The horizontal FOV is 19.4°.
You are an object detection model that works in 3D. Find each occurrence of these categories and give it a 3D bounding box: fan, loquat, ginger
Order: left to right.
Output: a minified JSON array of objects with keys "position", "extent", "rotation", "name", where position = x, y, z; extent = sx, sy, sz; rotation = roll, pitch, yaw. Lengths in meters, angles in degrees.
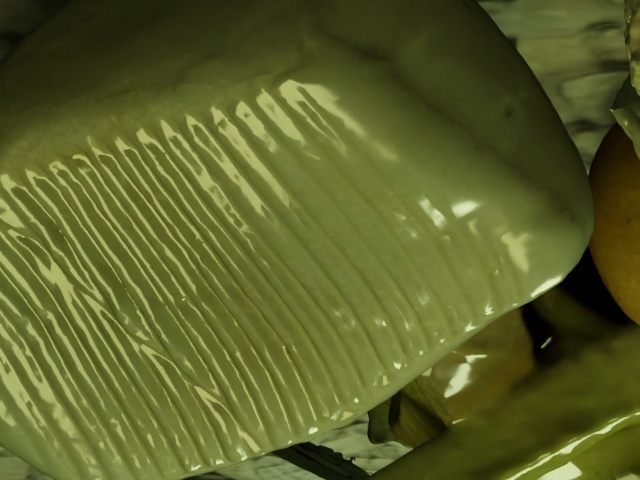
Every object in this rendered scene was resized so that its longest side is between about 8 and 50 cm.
[{"position":[0.011,0.161,1.400],"extent":[0.190,0.009,0.329],"rotation":[27,180,42],"name":"fan"},{"position":[0.186,0.160,1.260],"extent":[0.413,0.211,0.358],"rotation":[22,146,-21],"name":"ginger"},{"position":[0.214,-0.013,1.060],"extent":[0.141,0.141,0.141],"rotation":[5,146,3],"name":"loquat"}]

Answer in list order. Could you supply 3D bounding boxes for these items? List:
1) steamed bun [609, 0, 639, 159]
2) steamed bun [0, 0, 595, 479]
[{"position":[0.211,-0.069,0.894],"extent":[0.170,0.225,0.200],"rotation":[-21,139,36],"name":"steamed bun"},{"position":[-0.053,-0.043,0.988],"extent":[0.383,0.236,0.247],"rotation":[-30,123,34],"name":"steamed bun"}]
